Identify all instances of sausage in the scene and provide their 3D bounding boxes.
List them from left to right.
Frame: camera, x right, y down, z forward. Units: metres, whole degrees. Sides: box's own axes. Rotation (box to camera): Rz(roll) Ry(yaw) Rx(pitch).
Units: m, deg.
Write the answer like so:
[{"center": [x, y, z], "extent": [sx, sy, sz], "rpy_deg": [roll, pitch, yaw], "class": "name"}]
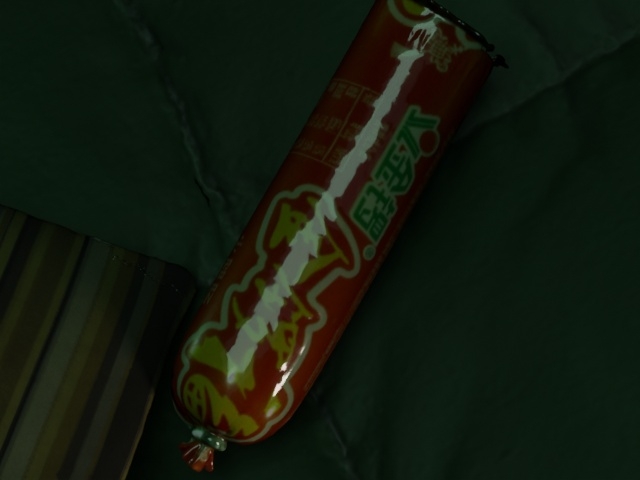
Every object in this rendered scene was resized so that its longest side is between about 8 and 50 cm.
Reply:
[{"center": [0.000, 0.000, 0.975], "extent": [0.083, 0.083, 0.264], "rpy_deg": [27, 83, 17], "class": "sausage"}]

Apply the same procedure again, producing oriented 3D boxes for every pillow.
[{"center": [-0.183, 0.057, 0.939], "extent": [0.212, 0.052, 0.208], "rpy_deg": [21, 48, -5], "class": "pillow"}]
